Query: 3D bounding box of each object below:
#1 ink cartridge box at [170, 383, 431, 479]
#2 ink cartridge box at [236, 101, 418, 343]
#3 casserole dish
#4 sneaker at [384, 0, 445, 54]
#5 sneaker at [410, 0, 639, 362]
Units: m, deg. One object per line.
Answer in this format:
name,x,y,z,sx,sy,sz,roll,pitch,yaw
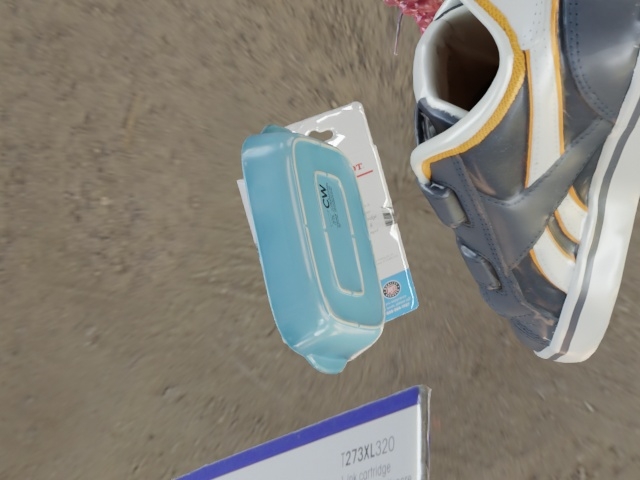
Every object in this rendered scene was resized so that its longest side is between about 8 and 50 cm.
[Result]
ink cartridge box,0.005,0.246,0.554,0.069,0.175,0.371,11,67,-30
ink cartridge box,0.002,-0.014,1.406,0.104,0.060,0.180,-21,104,-25
casserole dish,0.000,0.000,1.234,0.037,0.114,0.188,-22,70,30
sneaker,0.094,-0.223,1.321,0.120,0.299,0.112,-5,58,20
sneaker,0.107,-0.052,0.903,0.127,0.321,0.126,5,53,1
